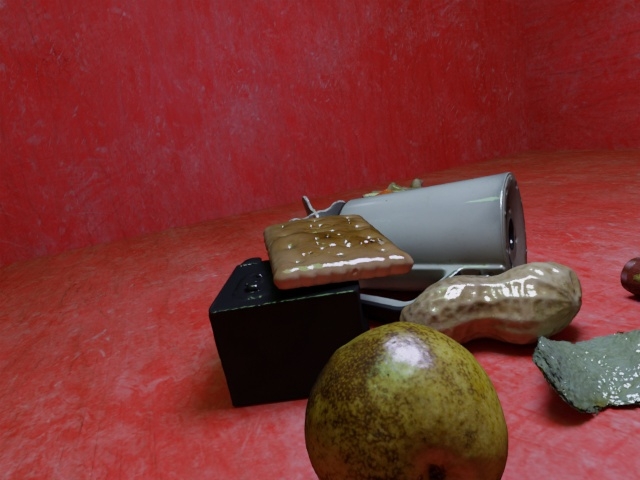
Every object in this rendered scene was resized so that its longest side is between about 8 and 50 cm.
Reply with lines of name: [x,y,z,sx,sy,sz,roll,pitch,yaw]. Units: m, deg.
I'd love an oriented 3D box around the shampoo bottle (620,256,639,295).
shampoo bottle: [0.619,0.092,0.726,0.118,0.076,0.314,-3,12,-12]

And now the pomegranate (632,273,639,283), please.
pomegranate: [0.490,0.082,0.568,0.199,0.198,0.246,-13,40,-15]

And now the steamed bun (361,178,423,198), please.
steamed bun: [0.295,-0.107,1.579,0.428,0.189,0.247,-19,9,-33]

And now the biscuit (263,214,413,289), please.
biscuit: [0.012,0.005,0.831,0.217,0.044,0.325,-6,15,-7]

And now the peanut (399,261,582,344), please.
peanut: [0.281,0.116,0.786,0.299,0.120,0.136,-11,33,9]

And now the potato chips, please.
potato chips: [0.369,0.162,0.647,0.229,0.059,0.167,-4,18,-15]

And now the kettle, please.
kettle: [0.218,0.036,1.011,0.377,0.250,0.361,-4,43,32]

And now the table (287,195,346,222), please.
table: [0.000,0.000,1.172,0.167,0.198,0.166,-6,43,6]

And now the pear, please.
pear: [0.087,0.189,0.474,0.198,0.197,0.197,-9,13,2]

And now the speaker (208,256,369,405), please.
speaker: [-0.036,0.128,0.816,0.232,0.184,0.254,-8,15,4]

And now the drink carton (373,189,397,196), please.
drink carton: [0.311,-0.044,1.258,0.352,0.111,0.155,13,21,23]
